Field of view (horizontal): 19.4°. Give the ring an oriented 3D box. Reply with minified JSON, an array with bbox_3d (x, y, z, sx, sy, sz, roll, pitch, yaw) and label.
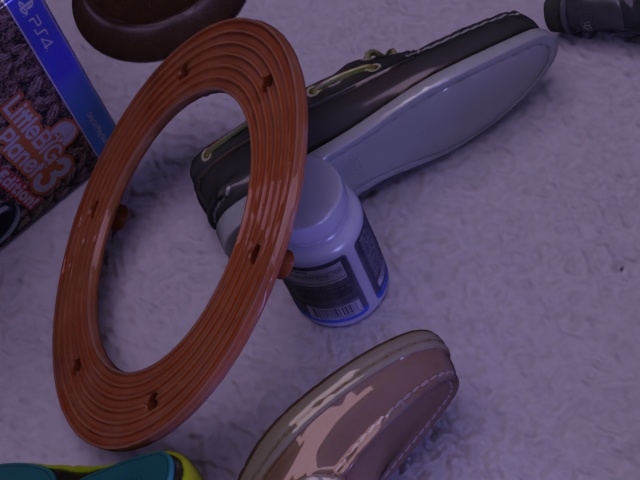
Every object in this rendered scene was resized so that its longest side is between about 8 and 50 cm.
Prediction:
[{"bbox_3d":[-0.103,-0.004,1.385,0.336,0.032,0.336,-37,42,43],"label":"ring"}]

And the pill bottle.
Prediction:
[{"bbox_3d":[0.000,0.000,1.393,0.078,0.137,0.078,-7,57,11],"label":"pill bottle"}]

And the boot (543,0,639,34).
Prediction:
[{"bbox_3d":[0.299,-0.222,1.482,0.208,0.076,0.190,10,75,28],"label":"boot"}]

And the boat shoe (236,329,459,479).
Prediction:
[{"bbox_3d":[-0.012,0.211,1.289,0.341,0.121,0.110,-48,63,-3],"label":"boat shoe"}]

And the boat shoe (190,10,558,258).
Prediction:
[{"bbox_3d":[0.039,-0.099,1.461,0.305,0.109,0.091,-31,61,0],"label":"boat shoe"}]

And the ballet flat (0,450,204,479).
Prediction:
[{"bbox_3d":[-0.172,0.200,1.350,0.231,0.077,0.077,-12,54,31],"label":"ballet flat"}]

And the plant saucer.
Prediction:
[{"bbox_3d":[-0.143,-0.233,1.643,0.168,0.029,0.168,-7,57,11],"label":"plant saucer"}]

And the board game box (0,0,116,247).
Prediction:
[{"bbox_3d":[-0.336,-0.085,1.485,0.291,0.232,0.141,-40,58,-10],"label":"board game box"}]
